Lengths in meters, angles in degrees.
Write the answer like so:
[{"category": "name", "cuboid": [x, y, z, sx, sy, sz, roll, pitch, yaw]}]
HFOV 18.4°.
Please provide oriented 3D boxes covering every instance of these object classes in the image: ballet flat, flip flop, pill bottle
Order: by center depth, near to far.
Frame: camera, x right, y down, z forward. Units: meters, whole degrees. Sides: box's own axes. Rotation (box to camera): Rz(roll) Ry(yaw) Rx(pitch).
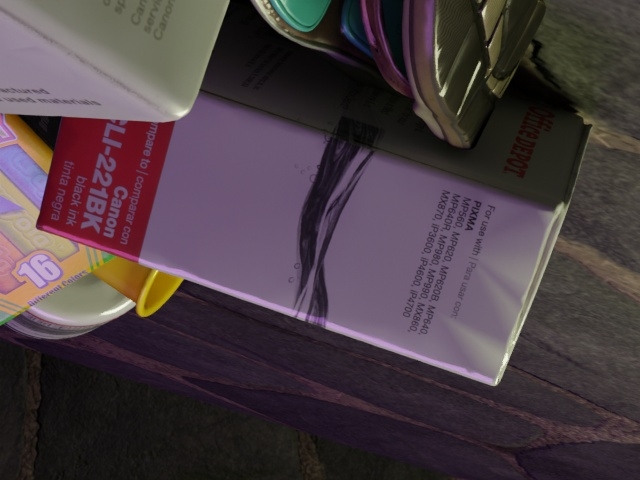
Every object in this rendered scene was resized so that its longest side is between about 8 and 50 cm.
[{"category": "flip flop", "cuboid": [0.059, -0.116, 0.944, 0.080, 0.112, 0.277, 33, 176, 9]}, {"category": "ballet flat", "cuboid": [-0.008, -0.132, 1.025, 0.068, 0.072, 0.213, 17, 170, 36]}, {"category": "pill bottle", "cuboid": [-0.244, 0.010, 1.854, 0.161, 0.161, 0.283, 22, 169, -11]}]

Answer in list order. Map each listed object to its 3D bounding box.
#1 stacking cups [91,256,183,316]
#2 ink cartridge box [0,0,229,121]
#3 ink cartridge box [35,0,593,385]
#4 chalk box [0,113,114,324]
[{"category": "stacking cups", "cuboid": [-0.241, -0.063, 1.599, 0.316, 0.096, 0.096, 34, 172, 12]}, {"category": "ink cartridge box", "cuboid": [-0.140, -0.196, 0.551, 0.131, 0.226, 0.306, 7, 162, 43]}, {"category": "ink cartridge box", "cuboid": [0.004, -0.040, 1.130, 0.273, 0.114, 0.197, 18, -160, 6]}, {"category": "chalk box", "cuboid": [-0.222, -0.073, 1.211, 0.132, 0.132, 0.213, -30, 123, 18]}]
